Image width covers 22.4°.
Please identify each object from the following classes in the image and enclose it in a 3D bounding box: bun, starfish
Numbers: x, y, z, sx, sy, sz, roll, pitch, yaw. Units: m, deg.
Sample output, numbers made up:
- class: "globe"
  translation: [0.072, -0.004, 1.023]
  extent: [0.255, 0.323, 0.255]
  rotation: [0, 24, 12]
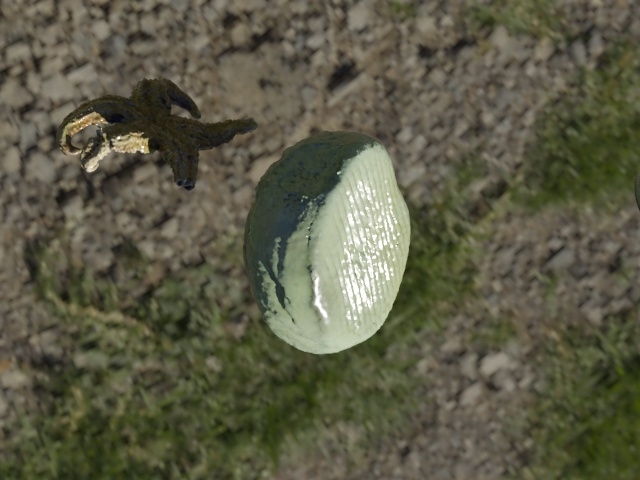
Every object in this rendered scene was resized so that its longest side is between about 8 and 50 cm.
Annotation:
- class: "bun"
  translation: [0.001, 0.002, 1.551]
  extent: [0.221, 0.108, 0.221]
  rotation: [-28, 124, -54]
- class: "starfish"
  translation: [-0.150, -0.110, 1.539]
  extent: [0.210, 0.150, 0.053]
  rotation: [-2, 141, -34]

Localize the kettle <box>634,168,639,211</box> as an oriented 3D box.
- class: "kettle"
  translation: [0.439, -0.113, 1.701]
  extent: [0.161, 0.221, 0.236]
  rotation: [-43, 172, -41]
